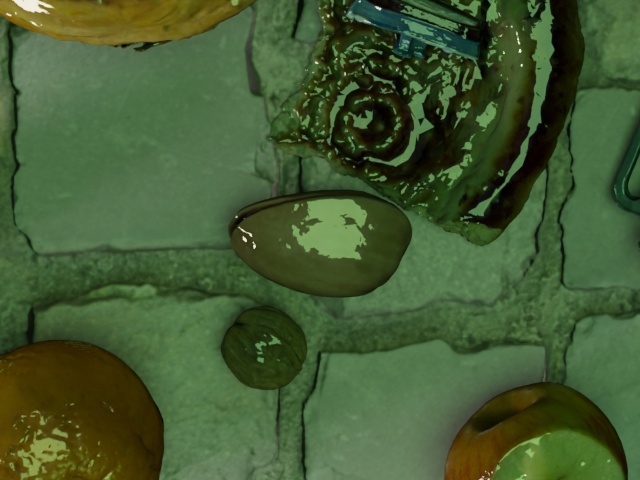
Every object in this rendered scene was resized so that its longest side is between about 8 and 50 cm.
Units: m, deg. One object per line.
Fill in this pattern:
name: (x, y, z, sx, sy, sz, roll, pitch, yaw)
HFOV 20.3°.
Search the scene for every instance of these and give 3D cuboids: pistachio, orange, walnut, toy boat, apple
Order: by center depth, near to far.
orange: (-0.261, 0.203, 1.751, 0.219, 0.193, 0.219, -27, 134, -32)
toy boat: (0.094, -0.210, 1.764, 0.137, 0.060, 0.061, 20, 123, -6)
pistachio: (0.000, 0.000, 1.802, 0.186, 0.108, 0.126, -2, 141, -2)
walnut: (-0.057, 0.111, 1.831, 0.092, 0.092, 0.092, -2, 100, -9)
apple: (0.221, 0.246, 1.856, 0.195, 0.160, 0.173, -28, 99, -2)

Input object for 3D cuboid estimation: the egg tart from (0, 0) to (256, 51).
egg tart: (-0.180, -0.395, 1.642, 0.443, 0.178, 0.443, 2, 101, 12)

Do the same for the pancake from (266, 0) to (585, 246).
pancake: (0.123, -0.215, 1.812, 0.305, 0.067, 0.426, 11, 99, -9)

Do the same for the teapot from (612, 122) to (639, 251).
teapot: (0.419, -0.070, 1.847, 0.203, 0.171, 0.225, 26, 103, 19)
